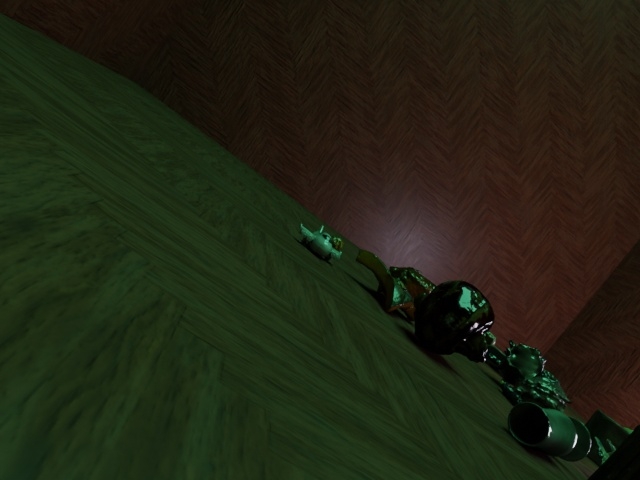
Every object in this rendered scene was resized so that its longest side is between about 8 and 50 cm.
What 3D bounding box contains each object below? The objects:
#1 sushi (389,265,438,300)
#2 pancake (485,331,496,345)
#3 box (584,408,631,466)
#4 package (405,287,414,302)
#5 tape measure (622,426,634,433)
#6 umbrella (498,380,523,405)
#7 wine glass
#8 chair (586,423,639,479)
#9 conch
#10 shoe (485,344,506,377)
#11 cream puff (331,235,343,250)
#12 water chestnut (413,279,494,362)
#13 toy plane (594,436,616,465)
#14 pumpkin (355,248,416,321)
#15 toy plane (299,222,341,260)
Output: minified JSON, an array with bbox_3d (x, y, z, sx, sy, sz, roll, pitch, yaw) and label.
[{"bbox_3d":[0.420,0.225,2.032,0.296,0.179,0.167,32,24,-24],"label":"sushi"},{"bbox_3d":[0.744,0.420,2.182,0.037,0.254,0.253,-15,39,-32],"label":"pancake"},{"bbox_3d":[1.022,0.720,1.570,0.155,0.149,0.231,38,5,22],"label":"box"},{"bbox_3d":[0.349,0.256,1.762,0.251,0.062,0.204,51,8,11],"label":"package"},{"bbox_3d":[1.167,0.806,1.769,0.177,0.154,0.087,6,5,-5],"label":"tape measure"},{"bbox_3d":[0.617,0.497,1.452,0.040,0.037,0.144,23,9,-4],"label":"umbrella"},{"bbox_3d":[0.513,0.428,1.005,0.230,0.103,0.103,29,8,-37],"label":"wine glass"},{"bbox_3d":[0.723,0.530,0.950,0.240,0.203,0.416,40,7,22],"label":"chair"},{"bbox_3d":[0.755,0.516,1.623,0.313,0.186,0.240,59,19,18],"label":"conch"},{"bbox_3d":[0.836,0.568,2.036,0.112,0.099,0.227,42,-1,-43],"label":"shoe"},{"bbox_3d":[0.067,0.010,1.990,0.083,0.058,0.083,32,5,-33],"label":"cream puff"},{"bbox_3d":[0.371,0.228,1.232,0.238,0.223,0.223,57,14,28],"label":"water chestnut"},{"bbox_3d":[0.798,0.640,1.161,0.262,0.088,0.192,55,32,-6],"label":"toy plane"},{"bbox_3d":[0.241,0.173,1.510,0.258,0.095,0.290,48,6,-40],"label":"pumpkin"},{"bbox_3d":[-0.002,0.003,1.476,0.174,0.080,0.174,37,7,-5],"label":"toy plane"}]
